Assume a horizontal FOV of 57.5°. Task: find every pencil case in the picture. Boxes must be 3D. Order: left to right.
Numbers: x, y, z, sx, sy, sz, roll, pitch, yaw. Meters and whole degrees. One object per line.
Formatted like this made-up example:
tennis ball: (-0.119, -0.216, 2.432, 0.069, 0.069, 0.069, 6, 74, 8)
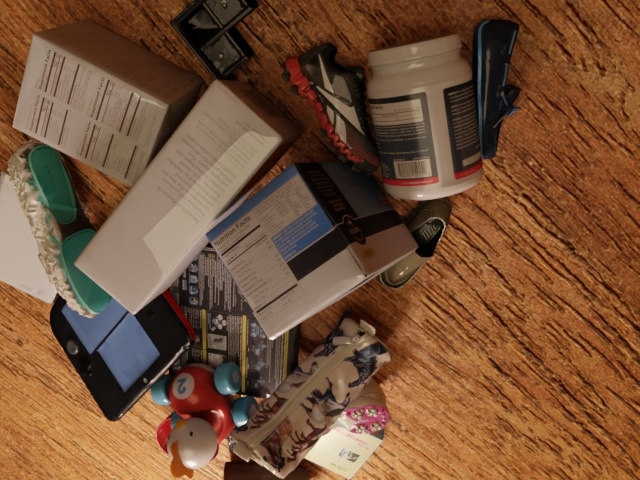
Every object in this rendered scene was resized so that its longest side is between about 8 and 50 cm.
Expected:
pencil case: (-0.019, 0.352, 1.334, 0.160, 0.410, 0.183, 34, 160, 35)

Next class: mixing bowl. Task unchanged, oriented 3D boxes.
mixing bowl: (-0.356, 0.525, 1.628, 0.181, 0.098, 0.181, 3, 118, 6)

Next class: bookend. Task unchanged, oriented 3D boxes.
bookend: (-0.173, -0.404, 1.117, 0.156, 0.072, 0.157, -31, 110, 22)

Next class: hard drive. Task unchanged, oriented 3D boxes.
hard drive: (-0.709, -0.005, 1.432, 0.203, 0.040, 0.307, 27, 118, -6)

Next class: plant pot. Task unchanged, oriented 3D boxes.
plant pot: (-0.144, 0.724, 1.660, 0.230, 0.215, 0.215, -8, 117, -4)

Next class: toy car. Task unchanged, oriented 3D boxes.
toy car: (-0.294, 0.427, 1.343, 0.219, 0.238, 0.210, -14, 113, 18)

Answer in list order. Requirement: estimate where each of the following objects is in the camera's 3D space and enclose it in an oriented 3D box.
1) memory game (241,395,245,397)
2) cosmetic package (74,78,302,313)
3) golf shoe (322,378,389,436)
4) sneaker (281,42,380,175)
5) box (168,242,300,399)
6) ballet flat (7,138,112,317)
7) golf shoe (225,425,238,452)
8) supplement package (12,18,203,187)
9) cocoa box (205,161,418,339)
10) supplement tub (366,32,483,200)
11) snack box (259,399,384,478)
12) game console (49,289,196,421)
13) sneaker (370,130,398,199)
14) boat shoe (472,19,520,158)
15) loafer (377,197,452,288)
memory game: (-0.201, 0.340, 1.528, 0.186, 0.012, 0.186, 4, 116, 8)
cosmetic package: (-0.253, -0.091, 1.154, 0.161, 0.230, 0.453, 42, 106, -4)
golf shoe: (0.019, 0.417, 1.485, 0.306, 0.140, 0.115, -1, 124, 3)
sneaker: (0.049, -0.260, 1.129, 0.135, 0.097, 0.276, -33, 96, 19)
box: (-0.208, 0.186, 1.403, 0.318, 0.097, 0.394, 8, 113, 9)
ballet flat: (-0.590, -0.021, 1.314, 0.147, 0.147, 0.408, -14, 99, 15)
golf shoe: (-0.229, 0.533, 1.635, 0.077, 0.094, 0.198, -8, 142, -9)
supplement package: (-0.411, -0.272, 1.151, 0.263, 0.199, 0.198, 27, 119, -5)
cocoa box: (0.000, 0.000, 1.123, 0.231, 0.347, 0.228, -36, 83, 23)
supplement tub: (0.191, -0.227, 1.079, 0.191, 0.191, 0.272, -8, 109, 13)
snack box: (-0.011, 0.514, 1.591, 0.322, 0.060, 0.187, 28, 119, -6)
game console: (-0.496, 0.209, 1.413, 0.386, 0.060, 0.342, -45, 71, 27)
sneaker: (0.153, -0.159, 1.207, 0.065, 0.061, 0.158, -18, 114, 10)
boat shoe: (0.333, -0.276, 1.090, 0.089, 0.109, 0.258, -3, 120, 6)
loafer: (0.198, 0.015, 1.275, 0.094, 0.087, 0.251, 25, 119, -5)
